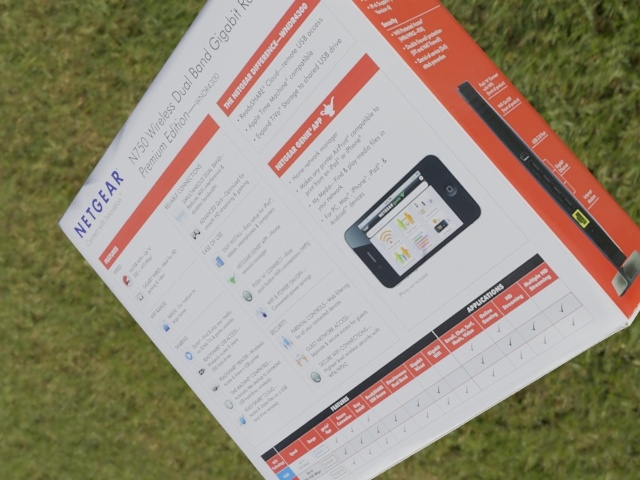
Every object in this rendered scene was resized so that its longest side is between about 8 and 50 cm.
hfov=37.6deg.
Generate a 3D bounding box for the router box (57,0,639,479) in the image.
[{"bbox_3d":[0.000,0.000,0.639,0.301,0.082,0.335,50,132,3],"label":"router box"}]
